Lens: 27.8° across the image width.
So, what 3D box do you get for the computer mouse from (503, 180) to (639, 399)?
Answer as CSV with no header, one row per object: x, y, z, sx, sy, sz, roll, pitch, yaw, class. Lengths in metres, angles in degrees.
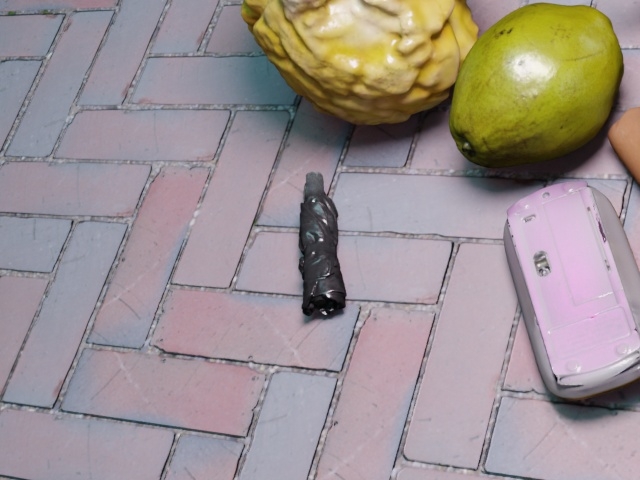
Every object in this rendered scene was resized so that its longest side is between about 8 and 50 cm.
0.327,0.063,1.639,0.158,0.072,0.310,-21,52,14,computer mouse

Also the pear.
0.292,-0.208,1.751,0.269,0.212,0.212,-37,50,-9,pear

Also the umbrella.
0.000,0.000,1.855,0.066,0.059,0.235,-2,53,0,umbrella

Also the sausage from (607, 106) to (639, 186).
0.464,-0.067,1.650,0.086,0.086,0.289,-30,49,5,sausage

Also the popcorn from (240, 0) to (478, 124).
0.049,-0.345,1.870,0.390,0.344,0.354,18,107,59,popcorn
